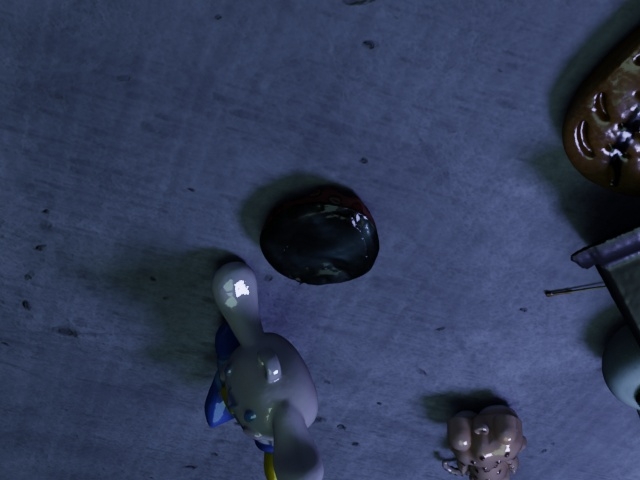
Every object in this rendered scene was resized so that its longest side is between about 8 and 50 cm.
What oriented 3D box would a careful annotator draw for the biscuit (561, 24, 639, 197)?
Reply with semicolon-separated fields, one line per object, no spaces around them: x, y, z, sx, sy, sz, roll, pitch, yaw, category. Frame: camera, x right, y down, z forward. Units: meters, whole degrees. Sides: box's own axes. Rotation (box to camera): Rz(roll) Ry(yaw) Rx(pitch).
0.518;-0.182;1.414;0.314;0.063;0.367;24;133;-21;biscuit

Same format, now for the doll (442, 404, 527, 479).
0.320;0.414;2.050;0.154;0.119;0.278;1;147;3;doll

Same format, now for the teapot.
0.587;0.221;1.801;0.193;0.130;0.294;1;138;0;teapot

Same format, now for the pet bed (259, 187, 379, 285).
0.000;0.000;1.644;0.201;0.054;0.201;1;137;1;pet bed

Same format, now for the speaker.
0.540;0.127;1.577;0.180;0.184;0.388;-28;98;29;speaker

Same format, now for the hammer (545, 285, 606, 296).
0.438;0.082;1.744;0.122;0.014;0.029;-9;128;16;hammer

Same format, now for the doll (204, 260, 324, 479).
-0.106;0.265;1.789;0.187;0.376;0.366;0;158;-6;doll
